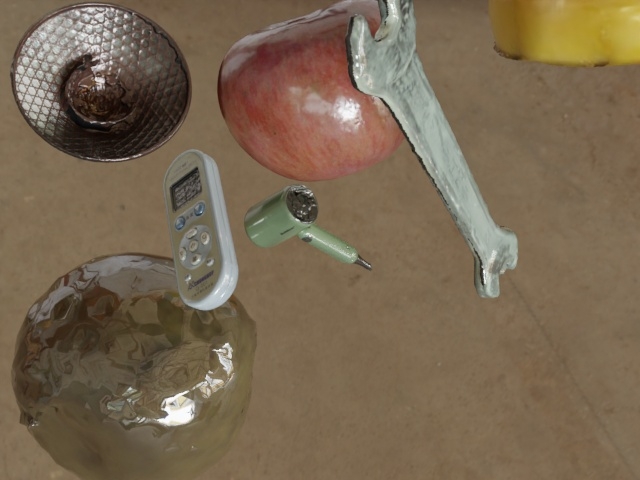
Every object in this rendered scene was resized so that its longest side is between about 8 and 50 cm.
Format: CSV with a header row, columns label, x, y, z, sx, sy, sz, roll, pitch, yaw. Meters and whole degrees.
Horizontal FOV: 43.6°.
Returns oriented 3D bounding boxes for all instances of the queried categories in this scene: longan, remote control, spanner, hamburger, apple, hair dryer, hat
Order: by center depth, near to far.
label,x,y,z,sx,sy,sz,roll,pitch,yaw
spanner,0.085,-0.047,0.534,0.017,0.302,0.071,10,63,34
apple,0.002,-0.110,0.600,0.153,0.120,0.153,-19,18,6
hair dryer,0.000,0.000,0.817,0.150,0.071,0.047,32,54,-29
hat,-0.246,-0.165,0.909,0.193,0.082,0.193,5,73,-15
hamburger,0.386,-0.396,1.028,0.395,0.278,0.396,-7,23,3
remote control,-0.159,-0.017,1.061,0.047,0.087,0.244,25,40,-45
longan,-0.308,0.219,1.337,0.403,0.436,0.404,3,70,-7
